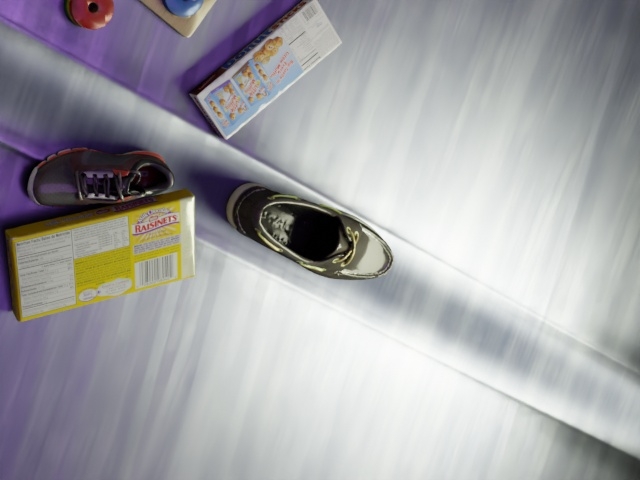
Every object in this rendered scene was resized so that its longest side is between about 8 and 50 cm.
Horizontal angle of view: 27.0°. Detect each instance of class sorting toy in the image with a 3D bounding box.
[{"bbox_3d":[-0.138,-0.308,1.391,0.132,0.046,0.274,38,83,-32],"label":"sorting toy"}]

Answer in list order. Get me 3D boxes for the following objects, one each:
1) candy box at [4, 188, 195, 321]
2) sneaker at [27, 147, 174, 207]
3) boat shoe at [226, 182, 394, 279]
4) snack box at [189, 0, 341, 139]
[{"bbox_3d":[-0.231,0.015,1.425,0.206,0.027,0.105,-14,123,-26],"label":"candy box"},{"bbox_3d":[-0.225,-0.065,1.395,0.158,0.065,0.061,-12,109,-27],"label":"sneaker"},{"bbox_3d":[0.000,0.000,1.539,0.228,0.068,0.081,20,93,-32],"label":"boat shoe"},{"bbox_3d":[-0.059,-0.192,1.481,0.178,0.022,0.064,-41,120,-14],"label":"snack box"}]
